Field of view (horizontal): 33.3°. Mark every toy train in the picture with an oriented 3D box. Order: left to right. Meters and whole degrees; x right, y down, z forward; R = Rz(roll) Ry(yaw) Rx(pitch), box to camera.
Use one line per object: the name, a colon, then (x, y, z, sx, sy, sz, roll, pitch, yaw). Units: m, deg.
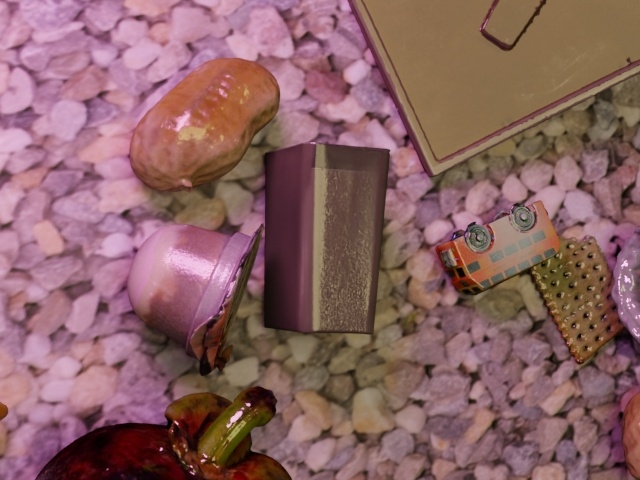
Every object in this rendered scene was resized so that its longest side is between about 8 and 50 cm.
toy train: (0.265, 0.008, 1.567, 0.188, 0.072, 0.099, -23, 84, -21)

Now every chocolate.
chocolate: (-0.165, 0.059, 1.325, 0.147, 0.221, 0.221, 15, 80, -2)

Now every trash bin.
trash bin: (0.000, 0.000, 1.408, 0.122, 0.164, 0.240, 4, 88, -24)

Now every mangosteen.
mangosteen: (-0.172, 0.328, 1.205, 0.306, 0.306, 0.359, 36, 112, -19)

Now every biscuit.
biscuit: (0.406, 0.076, 1.668, 0.144, 0.016, 0.203, -32, 101, -23)

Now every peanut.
peanut: (-0.143, -0.150, 1.364, 0.129, 0.129, 0.224, 46, 73, -16)
peanut: (0.534, 0.298, 1.663, 0.141, 0.109, 0.159, 5, 89, -39)

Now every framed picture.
framed picture: (0.286, -0.332, 1.565, 0.446, 0.028, 0.326, -26, 98, -8)

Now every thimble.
thimble: (0.559, 0.077, 1.628, 0.172, 0.205, 0.250, 10, 51, -37)

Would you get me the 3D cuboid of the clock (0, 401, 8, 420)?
clock: (-0.527, 0.174, 1.171, 0.348, 0.117, 0.286, 31, 75, -20)
